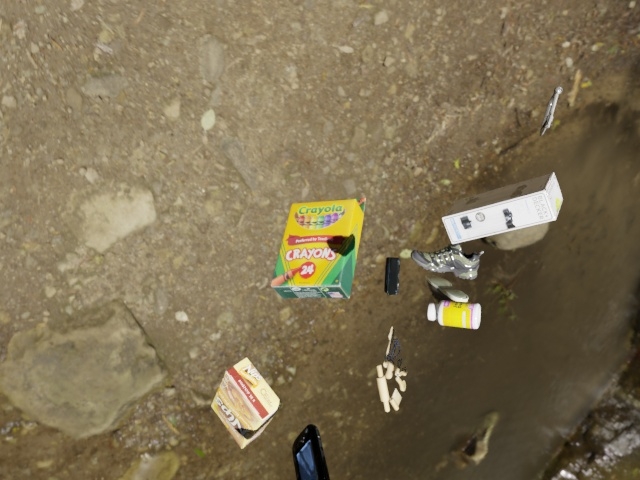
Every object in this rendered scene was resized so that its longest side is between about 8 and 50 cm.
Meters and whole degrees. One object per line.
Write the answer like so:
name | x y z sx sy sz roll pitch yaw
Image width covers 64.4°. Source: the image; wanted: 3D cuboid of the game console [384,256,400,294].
game console | 0.221 0.115 1.666 0.071 0.107 0.122 5 88 -27

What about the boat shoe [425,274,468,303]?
boat shoe | 0.400 0.175 1.663 0.081 0.228 0.069 5 106 -16

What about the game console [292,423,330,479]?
game console | -0.021 0.605 1.181 0.044 0.361 0.213 35 108 -28

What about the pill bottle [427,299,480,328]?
pill bottle | 0.227 0.125 0.864 0.043 0.083 0.043 2 90 -65

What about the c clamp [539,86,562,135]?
c clamp | 0.647 -0.366 1.421 0.137 0.022 0.161 80 31 -61

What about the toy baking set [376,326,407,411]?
toy baking set | 0.229 0.424 1.663 0.197 0.030 0.256 -38 118 -56

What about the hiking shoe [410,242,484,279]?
hiking shoe | 0.411 0.047 1.662 0.226 0.086 0.114 13 106 2

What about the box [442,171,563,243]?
box | 0.509 -0.089 1.425 0.169 0.290 0.087 -39 108 -53

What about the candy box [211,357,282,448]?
candy box | -0.242 0.522 1.612 0.087 0.183 0.316 -28 159 -36

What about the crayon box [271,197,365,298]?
crayon box | 0.000 0.000 1.391 0.081 0.202 0.319 54 40 -50
